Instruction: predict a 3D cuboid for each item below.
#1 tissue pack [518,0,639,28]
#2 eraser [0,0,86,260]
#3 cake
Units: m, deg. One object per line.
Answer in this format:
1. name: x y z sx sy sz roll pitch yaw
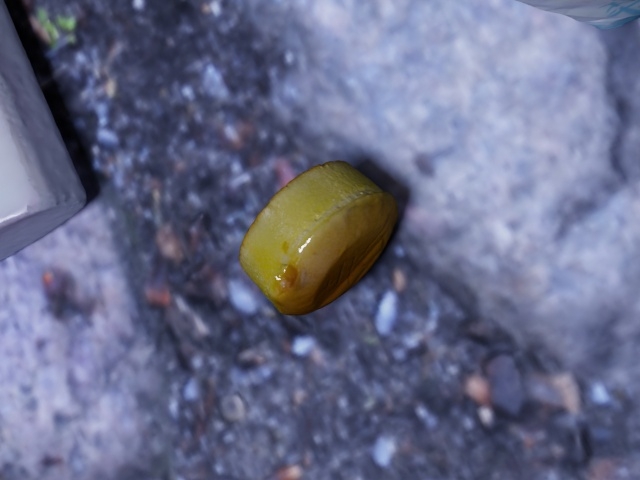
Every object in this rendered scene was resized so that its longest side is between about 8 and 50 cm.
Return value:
1. tissue pack: 0.098 -0.197 0.698 0.124 0.271 0.201 -25 82 22
2. eraser: -0.258 -0.105 0.966 0.174 0.095 0.270 -27 80 24
3. cake: 0.000 0.000 0.857 0.044 0.084 0.084 45 109 19
